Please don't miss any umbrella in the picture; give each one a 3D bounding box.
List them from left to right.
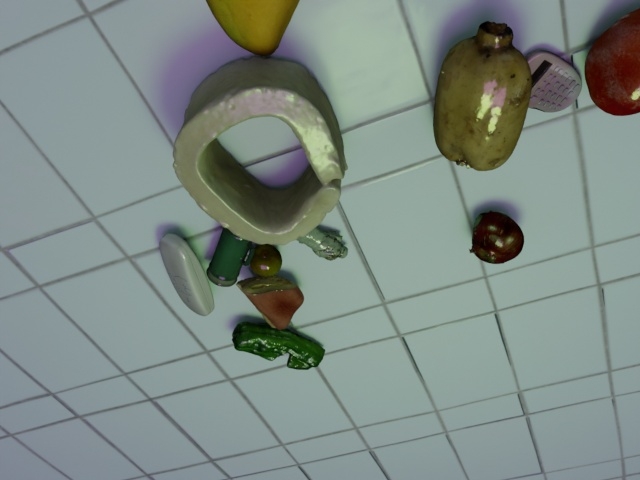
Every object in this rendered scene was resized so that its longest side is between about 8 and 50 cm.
[{"bbox_3d":[0.000,0.000,1.319,0.144,0.062,0.067,28,94,-21],"label":"umbrella"}]

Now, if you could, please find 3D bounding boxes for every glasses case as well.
[{"bbox_3d":[-0.302,0.082,1.362,0.092,0.059,0.233,25,141,33],"label":"glasses case"}]

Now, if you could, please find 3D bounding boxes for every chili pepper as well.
[{"bbox_3d":[-0.105,0.265,1.530,0.254,0.083,0.099,23,128,-25],"label":"chili pepper"}]

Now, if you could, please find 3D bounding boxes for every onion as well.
[{"bbox_3d":[0.378,-0.001,1.282,0.119,0.118,0.117,-11,152,8],"label":"onion"}]

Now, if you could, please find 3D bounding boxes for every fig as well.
[{"bbox_3d":[-0.122,0.049,1.349,0.074,0.073,0.088,-1,150,0],"label":"fig"}]

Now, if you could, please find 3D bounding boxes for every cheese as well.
[{"bbox_3d":[-0.097,-0.156,1.117,0.293,0.153,0.332,-24,128,19],"label":"cheese"}]

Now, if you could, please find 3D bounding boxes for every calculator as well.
[{"bbox_3d":[0.402,-0.290,1.093,0.166,0.024,0.103,22,128,-21],"label":"calculator"}]

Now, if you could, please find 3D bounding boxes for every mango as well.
[{"bbox_3d":[-0.103,-0.425,0.919,0.177,0.119,0.316,1,139,-5],"label":"mango"}]

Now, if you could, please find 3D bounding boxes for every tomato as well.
[{"bbox_3d":[0.539,-0.298,1.007,0.187,0.151,0.187,3,130,4],"label":"tomato"}]

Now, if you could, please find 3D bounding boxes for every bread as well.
[{"bbox_3d":[-0.104,0.134,1.410,0.119,0.067,0.192,-28,137,1],"label":"bread"}]

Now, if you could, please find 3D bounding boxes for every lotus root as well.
[{"bbox_3d":[0.281,-0.242,1.048,0.160,0.146,0.284,9,131,8],"label":"lotus root"}]

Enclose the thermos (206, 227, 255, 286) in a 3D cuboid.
[{"bbox_3d":[-0.191,0.016,1.311,0.073,0.083,0.187,9,130,-22],"label":"thermos"}]
